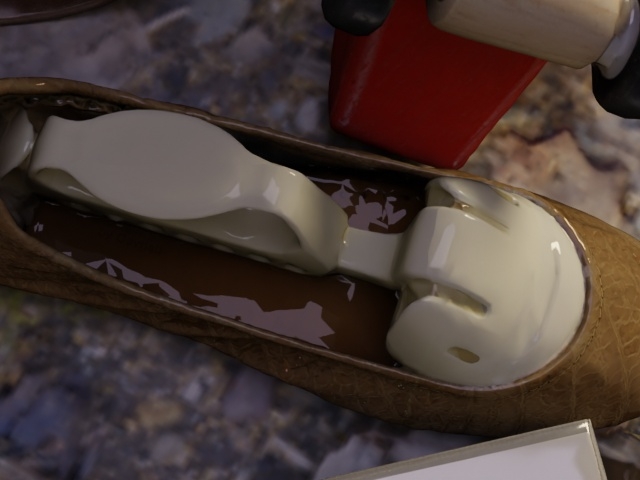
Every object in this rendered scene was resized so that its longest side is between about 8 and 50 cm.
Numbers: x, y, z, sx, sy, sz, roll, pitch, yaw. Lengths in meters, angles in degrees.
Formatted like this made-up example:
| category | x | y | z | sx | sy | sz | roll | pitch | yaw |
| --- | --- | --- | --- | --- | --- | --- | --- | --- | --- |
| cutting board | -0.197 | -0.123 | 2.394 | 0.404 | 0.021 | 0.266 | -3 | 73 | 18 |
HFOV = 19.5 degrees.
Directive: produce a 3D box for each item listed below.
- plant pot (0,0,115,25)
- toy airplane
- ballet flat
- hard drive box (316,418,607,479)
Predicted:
| category | x | y | z | sx | sy | sz | roll | pitch | yaw |
| --- | --- | --- | --- | --- | --- | --- | --- | --- | --- |
| plant pot | -0.143 | -0.202 | 0.792 | 0.167 | 0.167 | 0.165 | -6 | 68 | -6 |
| toy airplane | 0.107 | -0.266 | 0.763 | 0.384 | 0.272 | 0.386 | -27 | 112 | 2 |
| ballet flat | 0.000 | 0.000 | 0.763 | 0.342 | 0.124 | 0.116 | 17 | 76 | 0 |
| hard drive box | 0.012 | 0.187 | 0.735 | 0.232 | 0.089 | 0.181 | -11 | 77 | -7 |
